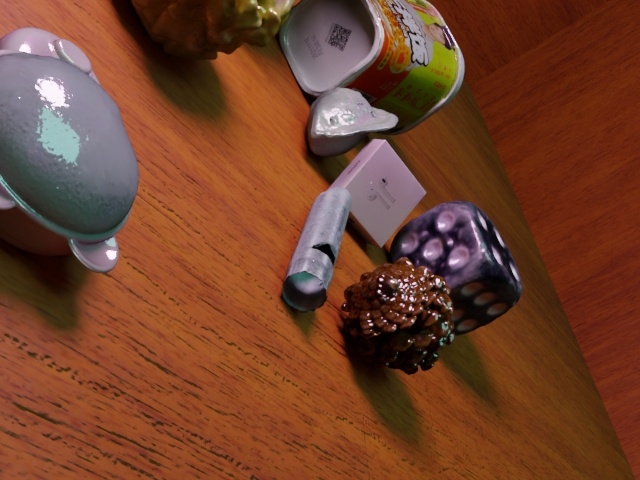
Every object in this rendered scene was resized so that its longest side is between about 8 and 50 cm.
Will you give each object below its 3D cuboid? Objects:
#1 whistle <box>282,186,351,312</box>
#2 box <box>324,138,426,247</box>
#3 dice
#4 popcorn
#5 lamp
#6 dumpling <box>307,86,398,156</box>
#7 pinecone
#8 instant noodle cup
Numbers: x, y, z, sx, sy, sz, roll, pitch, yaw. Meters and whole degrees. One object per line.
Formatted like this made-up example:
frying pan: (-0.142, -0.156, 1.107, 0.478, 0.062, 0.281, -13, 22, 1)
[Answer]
whistle: (0.000, 0.000, 1.189, 0.062, 0.062, 0.312, 53, 21, -16)
box: (0.093, -0.080, 1.424, 0.129, 0.130, 0.051, 48, -17, -29)
dice: (0.245, 0.051, 1.519, 0.182, 0.181, 0.183, 33, 33, -47)
popcorn: (-0.138, -0.349, 1.104, 0.259, 0.259, 0.212, 28, 64, -55)
lamp: (-0.228, -0.096, 0.723, 0.179, 0.108, 0.246, 46, 24, -43)
dumpling: (0.044, -0.215, 1.461, 0.104, 0.149, 0.216, 58, 24, -15)
pinecone: (0.115, 0.111, 1.176, 0.173, 0.174, 0.173, 48, 23, -28)
instant noodle cup: (0.095, -0.371, 1.670, 0.308, 0.294, 0.293, 3, 58, -58)
